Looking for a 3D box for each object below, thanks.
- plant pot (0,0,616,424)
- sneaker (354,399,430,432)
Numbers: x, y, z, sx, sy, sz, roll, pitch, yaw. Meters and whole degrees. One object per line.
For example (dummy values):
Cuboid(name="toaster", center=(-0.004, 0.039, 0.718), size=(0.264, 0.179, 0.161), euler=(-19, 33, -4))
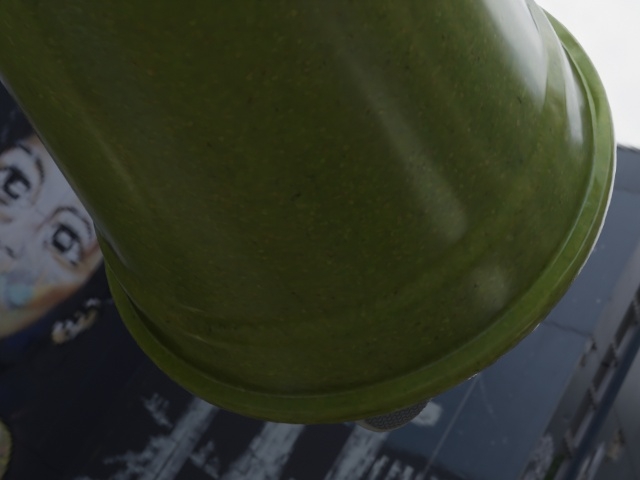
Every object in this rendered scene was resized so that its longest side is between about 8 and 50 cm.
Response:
Cuboid(name="plant pot", center=(-0.029, -0.098, 0.455), size=(0.276, 0.276, 0.254), euler=(18, -23, 31))
Cuboid(name="sneaker", center=(0.000, 0.000, 0.752), size=(0.281, 0.105, 0.115), euler=(66, -16, 4))
